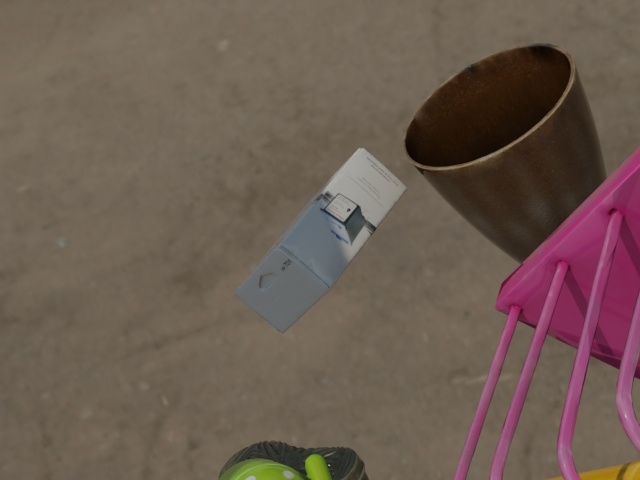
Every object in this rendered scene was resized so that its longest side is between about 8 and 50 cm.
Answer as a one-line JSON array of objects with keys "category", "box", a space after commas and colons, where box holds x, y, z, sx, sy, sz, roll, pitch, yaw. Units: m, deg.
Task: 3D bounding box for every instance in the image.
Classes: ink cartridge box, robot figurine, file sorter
[{"category": "ink cartridge box", "box": [0.000, 0.000, 1.683, 0.191, 0.082, 0.139, -53, 5, -37]}, {"category": "robot figurine", "box": [-0.038, 0.184, 0.974, 0.101, 0.067, 0.115, -11, -2, -13]}, {"category": "file sorter", "box": [0.213, 0.082, 0.723, 0.202, 0.291, 0.182, 25, 60, -5]}]

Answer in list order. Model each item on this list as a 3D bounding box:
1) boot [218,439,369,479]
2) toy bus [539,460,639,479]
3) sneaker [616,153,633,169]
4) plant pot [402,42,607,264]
[{"category": "boot", "box": [0.012, 0.300, 1.445, 0.189, 0.208, 0.076, 0, 43, 40]}, {"category": "toy bus", "box": [0.218, 0.258, 1.163, 0.108, 0.130, 0.332, -2, -13, -19]}, {"category": "sneaker", "box": [0.272, -0.041, 1.078, 0.144, 0.059, 0.053, -8, 67, -34]}, {"category": "plant pot", "box": [0.244, -0.071, 1.650, 0.215, 0.230, 0.215, -27, 30, 17]}]
